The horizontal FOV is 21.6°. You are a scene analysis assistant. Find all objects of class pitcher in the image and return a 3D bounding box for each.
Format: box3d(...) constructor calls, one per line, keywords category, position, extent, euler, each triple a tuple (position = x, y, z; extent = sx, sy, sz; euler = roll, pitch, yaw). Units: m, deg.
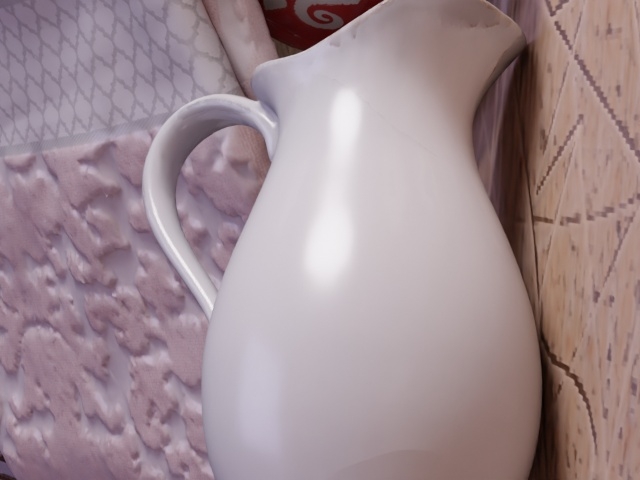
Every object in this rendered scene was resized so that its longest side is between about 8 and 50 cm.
box3d(category="pitcher", position=(-0.001, 0.024, 0.652), extent=(0.177, 0.125, 0.207), euler=(-14, 65, 35))

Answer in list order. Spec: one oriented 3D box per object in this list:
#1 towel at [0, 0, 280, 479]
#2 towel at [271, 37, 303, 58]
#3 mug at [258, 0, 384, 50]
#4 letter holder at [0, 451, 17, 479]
box3d(category="towel", position=(-0.113, -0.001, 0.870), extent=(0.331, 0.053, 0.317), euler=(-4, 109, 51))
box3d(category="towel", position=(-0.042, -0.158, 0.931), extent=(0.282, 0.049, 0.187), euler=(-74, -27, -65))
box3d(category="mug", position=(0.038, -0.145, 0.718), extent=(0.113, 0.150, 0.169), euler=(-46, 3, -19))
box3d(category="letter holder", position=(-0.175, 0.094, 1.123), extent=(0.152, 0.301, 0.215), euler=(-9, -75, -59))
